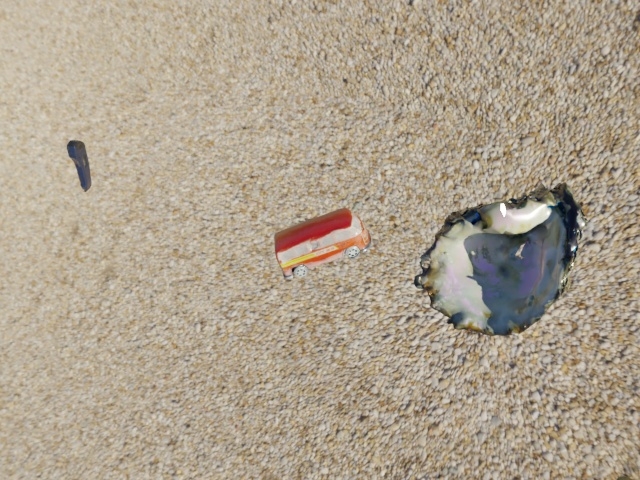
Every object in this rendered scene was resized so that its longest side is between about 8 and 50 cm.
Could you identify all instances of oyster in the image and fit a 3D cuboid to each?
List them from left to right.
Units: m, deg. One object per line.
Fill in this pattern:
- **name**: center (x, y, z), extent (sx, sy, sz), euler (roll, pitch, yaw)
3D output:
- **oyster**: center (0.263, 0.021, 0.621), extent (0.198, 0.092, 0.259), euler (43, 121, 27)

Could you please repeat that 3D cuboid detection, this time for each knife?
- **knife**: center (-0.436, -0.133, 0.768), extent (0.018, 0.121, 0.031), euler (16, 45, 1)

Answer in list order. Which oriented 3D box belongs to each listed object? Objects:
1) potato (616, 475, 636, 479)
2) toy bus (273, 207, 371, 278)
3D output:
- **potato**: center (0.343, 0.331, 0.406), extent (0.149, 0.081, 0.120), euler (28, 112, 40)
- **toy bus**: center (0.000, 0.000, 0.760), extent (0.174, 0.077, 0.079), euler (-20, 40, 8)
